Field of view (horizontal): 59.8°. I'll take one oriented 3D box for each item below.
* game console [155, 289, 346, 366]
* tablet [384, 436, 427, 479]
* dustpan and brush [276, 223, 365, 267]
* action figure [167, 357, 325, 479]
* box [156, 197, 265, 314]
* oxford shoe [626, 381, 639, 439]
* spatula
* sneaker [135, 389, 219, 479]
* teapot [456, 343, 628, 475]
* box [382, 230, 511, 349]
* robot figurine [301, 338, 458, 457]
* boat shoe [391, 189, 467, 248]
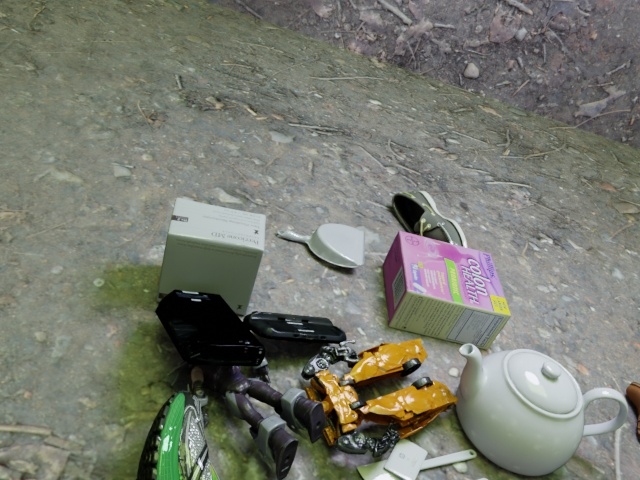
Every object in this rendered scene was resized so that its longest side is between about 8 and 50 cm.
[{"bbox_3d":[-0.105,0.164,1.012,0.361,0.044,0.213,10,14,-33],"label":"game console"},{"bbox_3d":[0.148,0.377,0.960,0.054,0.006,0.083,25,28,19],"label":"tablet"},{"bbox_3d":[0.000,0.000,1.352,0.211,0.060,0.147,22,35,-9],"label":"dustpan and brush"},{"bbox_3d":[-0.132,0.256,0.926,0.285,0.099,0.185,28,42,35],"label":"action figure"},{"bbox_3d":[-0.213,0.034,1.091,0.180,0.182,0.119,11,37,-13],"label":"box"},{"bbox_3d":[0.700,0.386,1.181,0.076,0.076,0.212,-22,27,9],"label":"oxford shoe"},{"bbox_3d":[0.197,0.429,0.924,0.241,0.019,0.168,0,33,-26],"label":"spatula"},{"bbox_3d":[-0.170,0.370,0.755,0.146,0.134,0.344,7,47,-28],"label":"sneaker"},{"bbox_3d":[0.397,0.297,1.045,0.256,0.187,0.252,-12,48,-37],"label":"teapot"},{"bbox_3d":[0.280,0.110,1.283,0.242,0.117,0.214,15,37,-8],"label":"box"},{"bbox_3d":[0.100,0.277,1.005,0.290,0.085,0.211,-7,52,-32],"label":"robot figurine"},{"bbox_3d":[0.285,-0.035,1.482,0.091,0.109,0.305,2,34,-23],"label":"boat shoe"}]
